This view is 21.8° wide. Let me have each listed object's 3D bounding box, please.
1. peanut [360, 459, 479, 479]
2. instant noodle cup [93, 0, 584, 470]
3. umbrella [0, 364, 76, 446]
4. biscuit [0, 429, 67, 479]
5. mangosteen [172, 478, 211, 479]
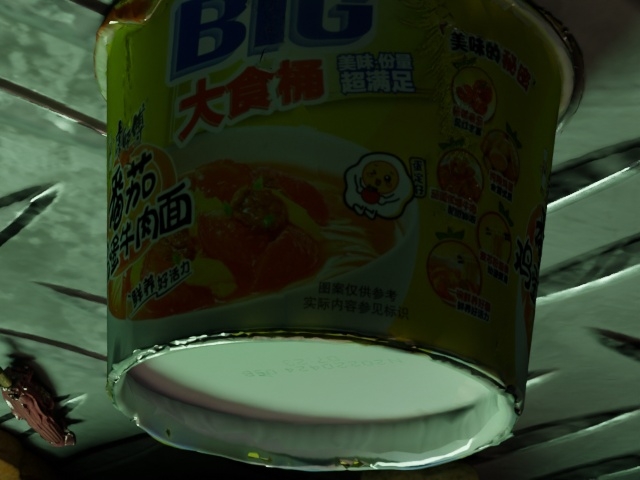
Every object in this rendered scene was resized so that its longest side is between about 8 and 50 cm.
[{"bbox_3d":[0.069,0.167,1.152,0.083,0.037,0.037,-4,154,7],"label":"peanut"},{"bbox_3d":[0.000,0.000,0.660,0.205,0.153,0.205,4,157,2],"label":"instant noodle cup"},{"bbox_3d":[-0.186,0.106,1.068,0.027,0.025,0.165,-16,157,-2],"label":"umbrella"},{"bbox_3d":[-0.287,0.182,1.238,0.186,0.036,0.192,-1,154,14],"label":"biscuit"},{"bbox_3d":[-0.095,0.378,1.180,0.382,0.435,0.382,-3,113,-8],"label":"mangosteen"}]
